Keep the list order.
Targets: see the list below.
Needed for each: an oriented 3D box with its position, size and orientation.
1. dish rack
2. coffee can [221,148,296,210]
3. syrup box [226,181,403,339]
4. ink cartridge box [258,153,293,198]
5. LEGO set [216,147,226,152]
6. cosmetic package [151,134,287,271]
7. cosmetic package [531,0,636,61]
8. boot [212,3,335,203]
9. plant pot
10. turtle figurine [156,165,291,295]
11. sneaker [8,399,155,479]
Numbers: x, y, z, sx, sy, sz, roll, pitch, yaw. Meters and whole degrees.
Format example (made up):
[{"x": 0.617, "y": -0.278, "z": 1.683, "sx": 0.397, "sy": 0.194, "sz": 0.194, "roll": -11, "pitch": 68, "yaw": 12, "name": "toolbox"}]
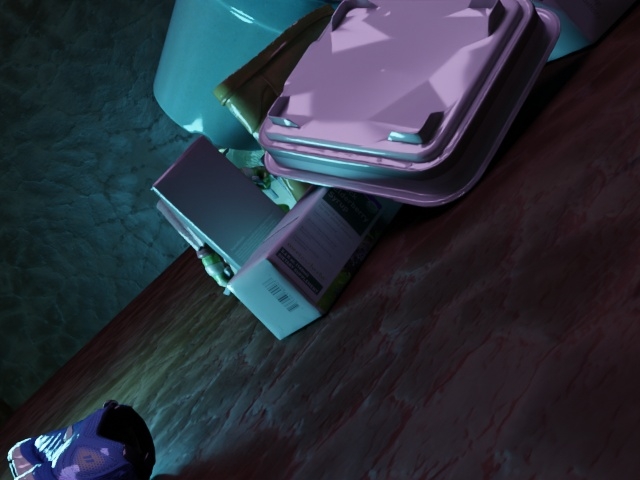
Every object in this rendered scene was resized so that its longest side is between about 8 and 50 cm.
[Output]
[{"x": 0.082, "y": -0.189, "z": 1.063, "sx": 0.333, "sy": 0.072, "sz": 0.285, "roll": 14, "pitch": 67, "yaw": 44, "name": "dish rack"}, {"x": -0.107, "y": -0.131, "z": 1.840, "sx": 0.201, "sy": 0.201, "sz": 0.275, "roll": -42, "pitch": 9, "yaw": 8, "name": "coffee can"}, {"x": 0.000, "y": 0.000, "z": 1.090, "sx": 0.096, "sy": 0.093, "sz": 0.237, "roll": -35, "pitch": 12, "yaw": 46, "name": "syrup box"}, {"x": -0.009, "y": -0.120, "z": 1.514, "sx": 0.087, "sy": 0.153, "sz": 0.208, "roll": -45, "pitch": 7, "yaw": -12, "name": "ink cartridge box"}, {"x": -0.228, "y": -0.103, "z": 2.186, "sx": 0.255, "sy": 0.192, "sz": 0.331, "roll": -6, "pitch": 20, "yaw": 4, "name": "LEGO set"}, {"x": -0.108, "y": -0.024, "z": 1.213, "sx": 0.107, "sy": 0.238, "sz": 0.127, "roll": -45, "pitch": 9, "yaw": -6, "name": "cosmetic package"}, {"x": 0.257, "y": -0.349, "z": 1.202, "sx": 0.156, "sy": 0.217, "sz": 0.385, "roll": -44, "pitch": 7, "yaw": -5, "name": "cosmetic package"}, {"x": 0.005, "y": -0.179, "z": 1.350, "sx": 0.236, "sy": 0.269, "sz": 0.089, "roll": -41, "pitch": 5, "yaw": -8, "name": "boot"}, {"x": -0.118, "y": -0.359, "z": 1.562, "sx": 0.334, "sy": 0.341, "sz": 0.341, "roll": -61, "pitch": -2, "yaw": 33, "name": "plant pot"}, {"x": -0.121, "y": -0.019, "z": 1.535, "sx": 0.198, "sy": 0.274, "sz": 0.266, "roll": -44, "pitch": 33, "yaw": -11, "name": "turtle figurine"}, {"x": -0.253, "y": 0.259, "z": 1.011, "sx": 0.147, "sy": 0.129, "sz": 0.330, "roll": -32, "pitch": 8, "yaw": -19, "name": "sneaker"}]
